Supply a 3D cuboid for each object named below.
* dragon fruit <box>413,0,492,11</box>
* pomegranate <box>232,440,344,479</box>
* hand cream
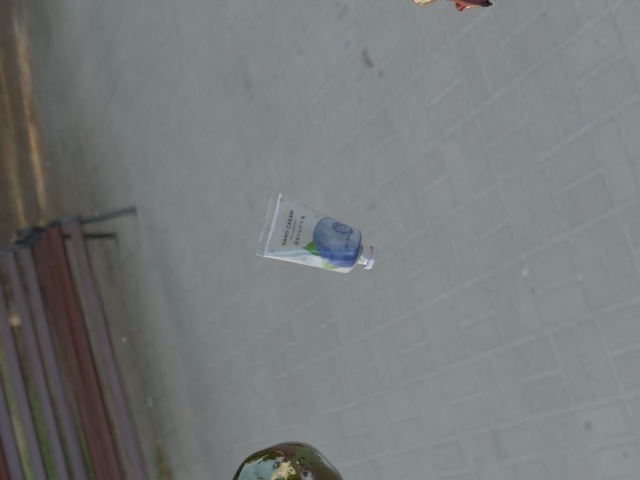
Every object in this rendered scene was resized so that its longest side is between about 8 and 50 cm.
[{"bbox_3d":[0.128,-0.274,1.030,0.068,0.126,0.112,17,152,55],"label":"dragon fruit"},{"bbox_3d":[-0.024,0.246,1.017,0.114,0.114,0.142,66,-174,23],"label":"pomegranate"},{"bbox_3d":[0.000,0.000,1.302,0.053,0.142,0.084,138,149,-63],"label":"hand cream"}]
